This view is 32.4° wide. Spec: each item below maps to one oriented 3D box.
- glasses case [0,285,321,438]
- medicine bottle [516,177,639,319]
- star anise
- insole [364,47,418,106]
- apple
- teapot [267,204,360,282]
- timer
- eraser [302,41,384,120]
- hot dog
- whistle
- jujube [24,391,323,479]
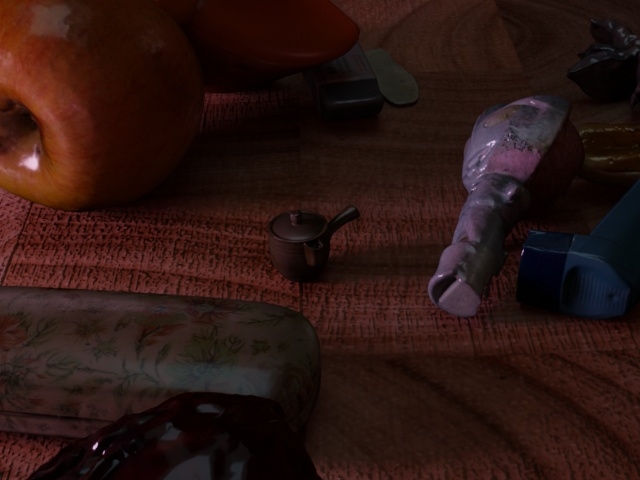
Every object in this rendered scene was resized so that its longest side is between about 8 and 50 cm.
[{"bbox_3d":[-0.210,0.113,1.028,0.425,0.098,0.156,3,36,8],"label":"glasses case"},{"bbox_3d":[0.318,-0.002,1.183,0.124,0.079,0.258,21,40,32],"label":"medicine bottle"},{"bbox_3d":[0.450,-0.244,1.530,0.229,0.093,0.236,-11,36,-13],"label":"star anise"},{"bbox_3d":[0.102,-0.243,1.628,0.063,0.010,0.192,-10,34,-11],"label":"insole"},{"bbox_3d":[-0.282,-0.184,1.308,0.299,0.299,0.275,17,48,27],"label":"apple"},{"bbox_3d":[0.000,0.000,1.201,0.110,0.080,0.085,-21,37,-25],"label":"teapot"},{"bbox_3d":[-0.112,-0.289,1.487,0.250,0.161,0.257,20,-16,-33],"label":"timer"},{"bbox_3d":[0.019,-0.258,1.611,0.089,0.061,0.352,-6,34,-7],"label":"eraser"},{"bbox_3d":[0.420,-0.098,1.327,0.249,0.076,0.102,-4,46,-4],"label":"hot dog"},{"bbox_3d":[0.206,-0.051,1.225,0.142,0.133,0.346,-18,30,40],"label":"whistle"},{"bbox_3d":[-0.154,0.241,0.758,0.342,0.216,0.216,-22,38,-18],"label":"jujube"}]
